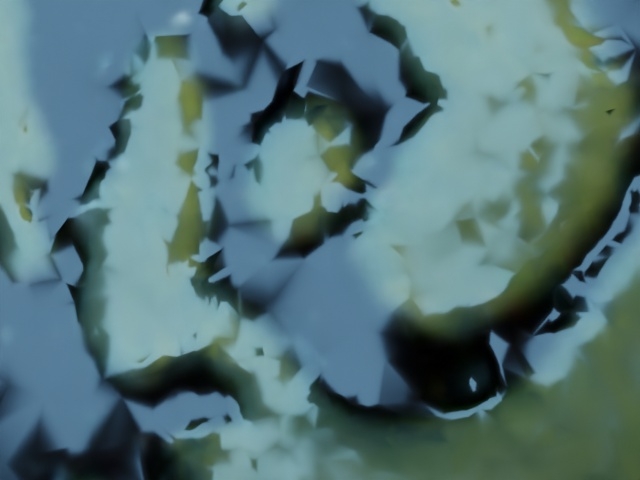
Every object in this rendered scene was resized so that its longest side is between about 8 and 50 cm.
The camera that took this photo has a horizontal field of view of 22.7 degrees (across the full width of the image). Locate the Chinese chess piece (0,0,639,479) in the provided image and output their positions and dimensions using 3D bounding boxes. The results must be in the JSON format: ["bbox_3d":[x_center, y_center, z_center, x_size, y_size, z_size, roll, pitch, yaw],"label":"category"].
[{"bbox_3d":[0.000,0.000,0.434,0.349,0.146,0.349,-4,72,14],"label":"Chinese chess piece"}]
